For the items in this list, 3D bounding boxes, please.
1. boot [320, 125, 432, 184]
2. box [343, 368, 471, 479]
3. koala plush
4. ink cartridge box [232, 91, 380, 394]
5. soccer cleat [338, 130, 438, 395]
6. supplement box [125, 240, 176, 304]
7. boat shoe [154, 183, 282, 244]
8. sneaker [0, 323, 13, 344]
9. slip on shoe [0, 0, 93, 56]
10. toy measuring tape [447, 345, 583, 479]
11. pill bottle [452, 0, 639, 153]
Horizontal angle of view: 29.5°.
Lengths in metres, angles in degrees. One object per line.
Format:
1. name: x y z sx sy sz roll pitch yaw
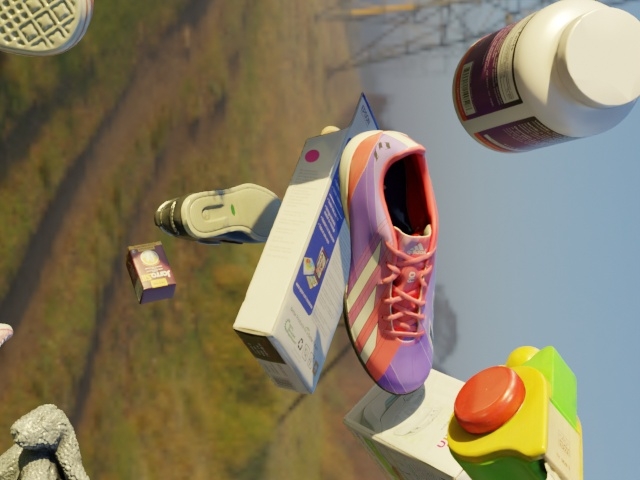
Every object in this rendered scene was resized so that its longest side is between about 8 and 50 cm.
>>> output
1. boot: 0.100 -0.086 2.085 0.090 0.248 0.207 -52 -154 26
2. box: 0.190 0.299 1.519 0.231 0.127 0.262 15 -34 56
3. koala plush: -0.425 0.357 1.592 0.203 0.221 0.196 62 -38 18
4. ink cartridge box: 0.000 0.000 1.606 0.371 0.069 0.176 -67 152 -25
5. soccer cleat: 0.090 0.032 1.407 0.116 0.108 0.318 -166 -111 -65
6. supplement box: -0.260 0.049 1.857 0.083 0.055 0.043 65 -29 29
7. boat shoe: -0.134 -0.034 1.730 0.233 0.079 0.084 -1 81 -52
8. sneaker: -0.551 0.179 2.011 0.070 0.051 0.134 60 21 13
9. slip on shoe: -0.361 -0.246 1.108 0.101 0.331 0.123 -67 172 -75
10. toy measuring tape: 0.162 0.207 1.046 0.330 0.121 0.121 -74 165 -55
11. pill bottle: 0.316 -0.222 1.655 0.323 0.181 0.182 174 -84 -74
